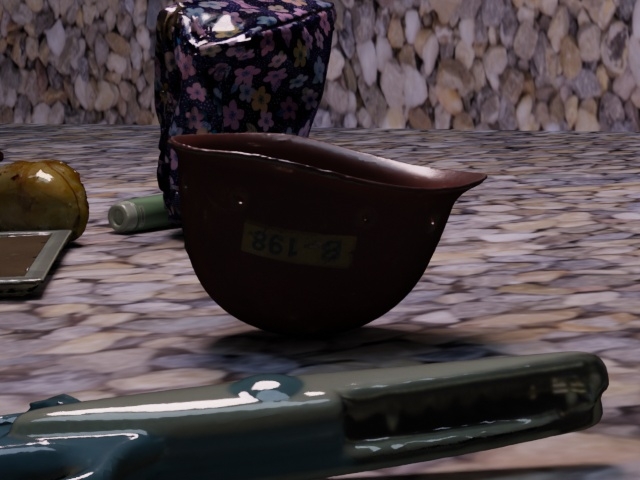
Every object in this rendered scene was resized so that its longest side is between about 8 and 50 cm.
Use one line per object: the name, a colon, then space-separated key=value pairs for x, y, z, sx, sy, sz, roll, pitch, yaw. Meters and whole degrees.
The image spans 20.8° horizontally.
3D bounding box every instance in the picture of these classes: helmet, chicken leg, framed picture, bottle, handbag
helmet: x=0.000 y=0.000 z=0.963 sx=0.175 sy=0.106 sz=0.155 roll=3 pitch=9 yaw=-6
chicken leg: x=-0.267 y=-0.027 z=1.451 sx=0.178 sy=0.070 sz=0.093 roll=-1 pitch=-26 yaw=22
framed picture: x=-0.293 y=0.018 z=1.256 sx=0.217 sy=0.017 sz=0.274 roll=-2 pitch=7 yaw=-2
bottle: x=-0.149 y=-0.025 z=1.526 sx=0.030 sy=0.030 sz=0.083 roll=4 pitch=9 yaw=37
handbag: x=-0.068 y=-0.108 z=1.501 sx=0.127 sy=0.207 sz=0.229 roll=16 pitch=19 yaw=19

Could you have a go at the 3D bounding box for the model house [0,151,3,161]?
model house: x=-0.409 y=-0.079 z=1.596 sx=0.203 sy=0.141 sz=0.164 roll=1 pitch=17 yaw=38

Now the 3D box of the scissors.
scissors: x=-0.028 y=0.071 z=0.641 sx=0.289 sy=0.041 sz=0.138 roll=-7 pitch=9 yaw=-14
